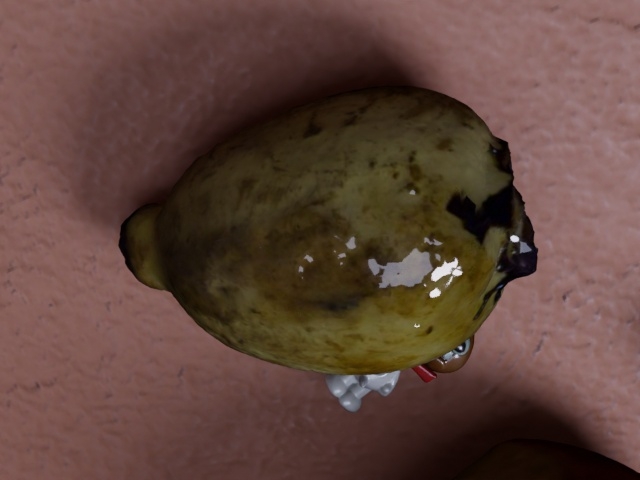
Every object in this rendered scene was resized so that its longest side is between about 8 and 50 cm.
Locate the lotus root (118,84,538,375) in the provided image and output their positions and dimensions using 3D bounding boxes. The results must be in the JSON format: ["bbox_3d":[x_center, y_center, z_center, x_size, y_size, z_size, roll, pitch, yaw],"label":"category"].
[{"bbox_3d":[0.000,0.000,0.834,0.214,0.138,0.138,-10,115,20],"label":"lotus root"}]

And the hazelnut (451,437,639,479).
[{"bbox_3d":[0.101,0.229,0.886,0.217,0.217,0.251,37,84,-13],"label":"hazelnut"}]

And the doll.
[{"bbox_3d":[0.043,0.061,0.902,0.058,0.040,0.085,33,109,2],"label":"doll"}]
